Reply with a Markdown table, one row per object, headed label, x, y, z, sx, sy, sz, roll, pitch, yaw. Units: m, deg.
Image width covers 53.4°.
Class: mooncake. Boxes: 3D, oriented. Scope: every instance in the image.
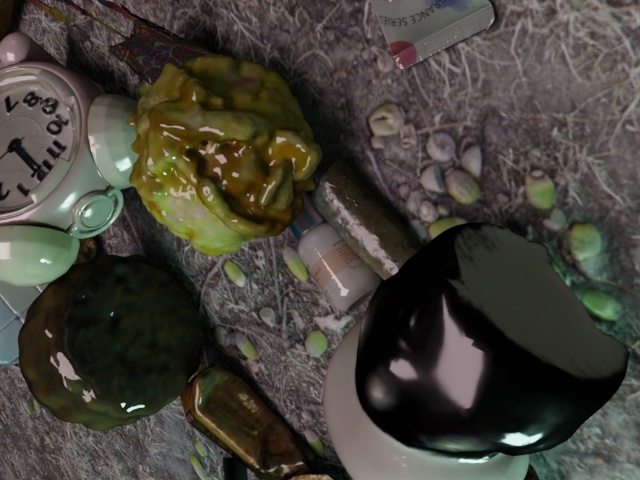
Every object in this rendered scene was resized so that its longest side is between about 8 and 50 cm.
| label | x | y | z | sx | sy | sz | roll | pitch | yaw |
| --- | --- | --- | --- | --- | --- | --- | --- | --- | --- |
| mooncake | -0.343 | 0.165 | 1.063 | 0.161 | 0.290 | 0.290 | -25 | 92 | 43 |

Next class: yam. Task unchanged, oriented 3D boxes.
| label | x | y | z | sx | sy | sz | roll | pitch | yaw |
| --- | --- | --- | --- | --- | --- | --- | --- | --- | --- |
| yam | 0.059 | -0.015 | 0.772 | 0.169 | 0.068 | 0.068 | 51 | 135 | 11 |

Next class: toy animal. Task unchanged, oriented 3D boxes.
| label | x | y | z | sx | sy | sz | roll | pitch | yaw |
| --- | --- | --- | --- | --- | --- | --- | --- | --- | --- |
| toy animal | 0.124 | 0.147 | 0.673 | 0.251 | 0.251 | 0.310 | 45 | 127 | 16 |

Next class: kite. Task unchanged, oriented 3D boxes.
| label | x | y | z | sx | sy | sz | roll | pitch | yaw |
| --- | --- | --- | --- | --- | --- | --- | --- | --- | --- |
| kite | -0.257 | -0.270 | 0.832 | 0.152 | 0.285 | 0.015 | -17 | 55 | 47 |

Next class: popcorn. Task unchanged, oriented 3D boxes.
| label | x | y | z | sx | sy | sz | roll | pitch | yaw |
| --- | --- | --- | --- | --- | --- | --- | --- | --- | --- |
| popcorn | -0.123 | -0.109 | 0.769 | 0.212 | 0.259 | 0.259 | 28 | 143 | -26 |

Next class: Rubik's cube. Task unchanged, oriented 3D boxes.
| label | x | y | z | sx | sy | sz | roll | pitch | yaw |
| --- | --- | --- | --- | --- | --- | --- | --- | --- | --- |
| Rubik's cube | -0.533 | 0.166 | 1.261 | 0.213 | 0.265 | 0.224 | 122 | 153 | -80 |

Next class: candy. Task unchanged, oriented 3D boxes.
| label | x | y | z | sx | sy | sz | roll | pitch | yaw |
| --- | --- | --- | --- | --- | --- | --- | --- | --- | --- |
| candy | -0.122 | 0.325 | 1.077 | 0.271 | 0.101 | 0.143 | 44 | 144 | 3 |

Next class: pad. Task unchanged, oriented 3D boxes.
| label | x | y | z | sx | sy | sz | roll | pitch | yaw |
| --- | --- | --- | --- | --- | --- | --- | --- | --- | --- |
| pad | -0.141 | 0.434 | 1.098 | 0.193 | 0.004 | 0.116 | 73 | -173 | -70 |

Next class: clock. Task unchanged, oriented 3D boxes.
| label | x | y | z | sx | sy | sz | roll | pitch | yaw |
| --- | --- | --- | --- | --- | --- | --- | --- | --- | --- |
| clock | -0.447 | -0.127 | 1.013 | 0.325 | 0.184 | 0.342 | 38 | 91 | 25 |

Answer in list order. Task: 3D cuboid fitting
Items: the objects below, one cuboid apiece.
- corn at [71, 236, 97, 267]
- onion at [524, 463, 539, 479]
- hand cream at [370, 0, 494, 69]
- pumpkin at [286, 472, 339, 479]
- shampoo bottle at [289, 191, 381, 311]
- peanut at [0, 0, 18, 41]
| label | x | y | z | sx | sy | sz | roll | pitch | yaw |
| --- | --- | --- | --- | --- | --- | --- | --- | --- | --- |
| corn | -0.553 | 0.001 | 1.316 | 0.253 | 0.086 | 0.086 | 10 | 117 | 41 |
| onion | 0.194 | 0.319 | 0.776 | 0.184 | 0.147 | 0.184 | -16 | 64 | 36 |
| hand cream | 0.051 | -0.344 | 0.621 | 0.124 | 0.077 | 0.341 | -17 | 103 | 44 |
| pumpkin | 0.012 | 0.431 | 1.021 | 0.254 | 0.130 | 0.149 | 15 | 91 | 32 |
| shampoo bottle | 0.000 | 0.000 | 0.825 | 0.192 | 0.074 | 0.074 | 53 | 135 | 15 |
| peanut | -0.595 | -0.427 | 1.127 | 0.095 | 0.108 | 0.226 | 52 | 137 | 3 |
